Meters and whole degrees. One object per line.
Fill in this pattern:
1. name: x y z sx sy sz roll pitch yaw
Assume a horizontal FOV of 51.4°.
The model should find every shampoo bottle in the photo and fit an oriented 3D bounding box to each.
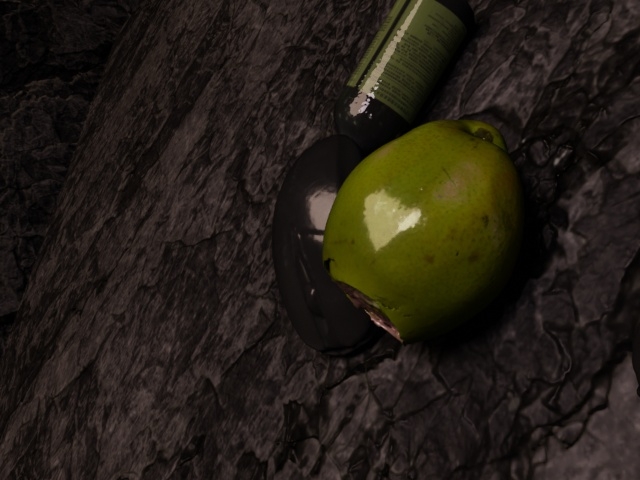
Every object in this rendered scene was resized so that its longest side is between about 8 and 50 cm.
1. shampoo bottle: 0.085 -0.192 0.862 0.284 0.101 0.101 -59 33 3

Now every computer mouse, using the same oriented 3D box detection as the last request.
1. computer mouse: 0.000 0.000 0.777 0.137 0.086 0.270 -19 70 47

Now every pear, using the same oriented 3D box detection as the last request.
1. pear: 0.106 -0.020 0.637 0.220 0.187 0.187 -48 32 -4

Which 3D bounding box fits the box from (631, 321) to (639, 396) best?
1. box: 0.323 0.116 0.323 0.288 0.073 0.290 -33 43 35
